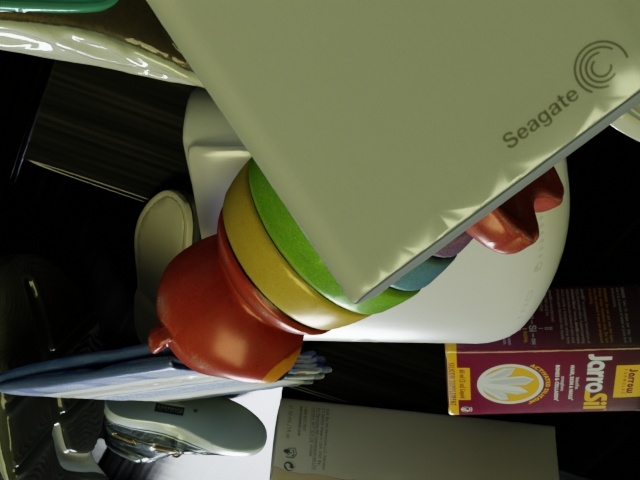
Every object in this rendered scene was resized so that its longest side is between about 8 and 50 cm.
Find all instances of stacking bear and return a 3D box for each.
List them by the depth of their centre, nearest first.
[{"bbox_3d":[0.000,0.000,0.799,0.289,0.175,0.164,-38,90,26],"label":"stacking bear"}]

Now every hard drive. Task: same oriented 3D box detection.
[{"bbox_3d":[0.011,-0.172,0.651,0.233,0.047,0.353,-38,80,22],"label":"hard drive"}]

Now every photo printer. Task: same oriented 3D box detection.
[{"bbox_3d":[0.053,-0.019,0.960,0.308,0.107,0.256,1,136,4],"label":"photo printer"}]

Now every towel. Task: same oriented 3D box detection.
[{"bbox_3d":[-0.141,0.125,1.077,0.209,0.034,0.285,-12,166,25],"label":"towel"}]

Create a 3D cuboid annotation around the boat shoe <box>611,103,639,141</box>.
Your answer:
[{"bbox_3d":[0.298,-0.113,0.870,0.228,0.079,0.081,16,129,-19],"label":"boat shoe"}]

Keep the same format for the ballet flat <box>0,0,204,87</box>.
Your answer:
[{"bbox_3d":[-0.133,-0.171,0.798,0.400,0.139,0.139,5,139,-25],"label":"ballet flat"}]

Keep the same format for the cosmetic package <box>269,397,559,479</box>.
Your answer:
[{"bbox_3d":[0.097,0.278,1.264,0.310,0.113,0.160,6,136,0],"label":"cosmetic package"}]

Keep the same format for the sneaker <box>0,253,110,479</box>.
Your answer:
[{"bbox_3d":[-0.365,0.201,1.187,0.258,0.169,0.447,10,123,20],"label":"sneaker"}]

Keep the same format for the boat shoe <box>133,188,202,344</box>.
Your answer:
[{"bbox_3d":[-0.132,0.026,1.075,0.065,0.075,0.206,-23,143,-35],"label":"boat shoe"}]

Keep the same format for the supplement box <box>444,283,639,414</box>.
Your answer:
[{"bbox_3d":[0.215,0.107,1.096,0.188,0.080,0.104,-2,136,7],"label":"supplement box"}]

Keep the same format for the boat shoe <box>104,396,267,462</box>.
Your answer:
[{"bbox_3d":[-0.152,0.214,1.258,0.183,0.065,0.083,15,136,1],"label":"boat shoe"}]
